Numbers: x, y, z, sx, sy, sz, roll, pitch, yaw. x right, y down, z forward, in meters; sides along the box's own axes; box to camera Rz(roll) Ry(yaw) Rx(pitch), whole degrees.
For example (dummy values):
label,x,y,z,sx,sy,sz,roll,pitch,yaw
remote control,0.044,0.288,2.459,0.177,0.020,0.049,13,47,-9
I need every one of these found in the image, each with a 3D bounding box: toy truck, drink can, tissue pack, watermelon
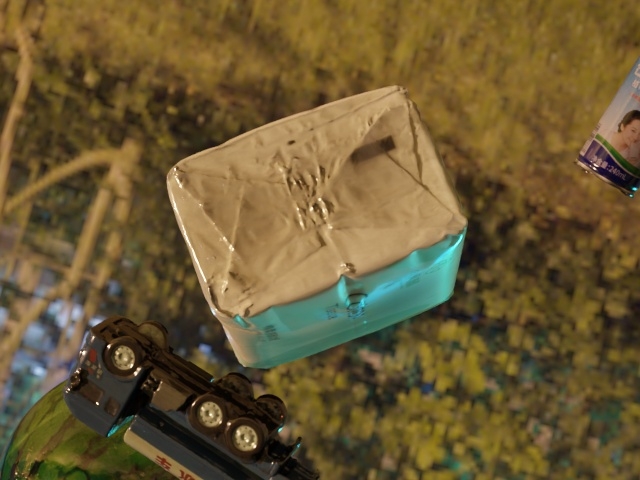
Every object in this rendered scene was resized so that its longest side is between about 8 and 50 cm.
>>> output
label,x,y,z,sx,sy,sz,roll,pitch,yaw
toy truck,-0.095,0.139,1.145,0.201,0.088,0.074,32,-163,7
drink can,0.434,-0.179,2.001,0.097,0.235,0.097,30,-170,-6
tissue pack,0.001,0.001,1.595,0.266,0.194,0.356,-20,167,-2
watermelon,-0.250,0.322,1.978,0.363,0.363,0.363,15,170,3
